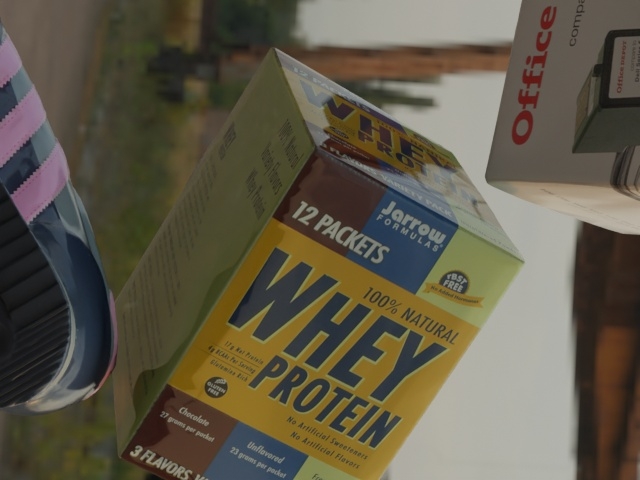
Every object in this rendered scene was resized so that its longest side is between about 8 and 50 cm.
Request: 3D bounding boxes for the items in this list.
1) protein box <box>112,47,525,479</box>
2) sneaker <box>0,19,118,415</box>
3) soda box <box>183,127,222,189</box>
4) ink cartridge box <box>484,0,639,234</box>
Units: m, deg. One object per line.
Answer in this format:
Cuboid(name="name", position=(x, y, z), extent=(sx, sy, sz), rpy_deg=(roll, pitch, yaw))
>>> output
Cuboid(name="protein box", position=(-0.012, 0.029, 1.057), extent=(0.201, 0.136, 0.200), rpy_deg=(-58, -162, 14))
Cuboid(name="sneaker", position=(-0.198, -0.050, 1.021), extent=(0.131, 0.112, 0.319), rpy_deg=(34, 37, -73))
Cuboid(name="soda box", position=(0.000, 0.000, 1.412), extent=(0.069, 0.216, 0.074), rpy_deg=(-61, 177, -21))
Cuboid(name="ink cartridge box", position=(0.222, -0.103, 0.901), extent=(0.273, 0.115, 0.198), rpy_deg=(5, -99, 55))
